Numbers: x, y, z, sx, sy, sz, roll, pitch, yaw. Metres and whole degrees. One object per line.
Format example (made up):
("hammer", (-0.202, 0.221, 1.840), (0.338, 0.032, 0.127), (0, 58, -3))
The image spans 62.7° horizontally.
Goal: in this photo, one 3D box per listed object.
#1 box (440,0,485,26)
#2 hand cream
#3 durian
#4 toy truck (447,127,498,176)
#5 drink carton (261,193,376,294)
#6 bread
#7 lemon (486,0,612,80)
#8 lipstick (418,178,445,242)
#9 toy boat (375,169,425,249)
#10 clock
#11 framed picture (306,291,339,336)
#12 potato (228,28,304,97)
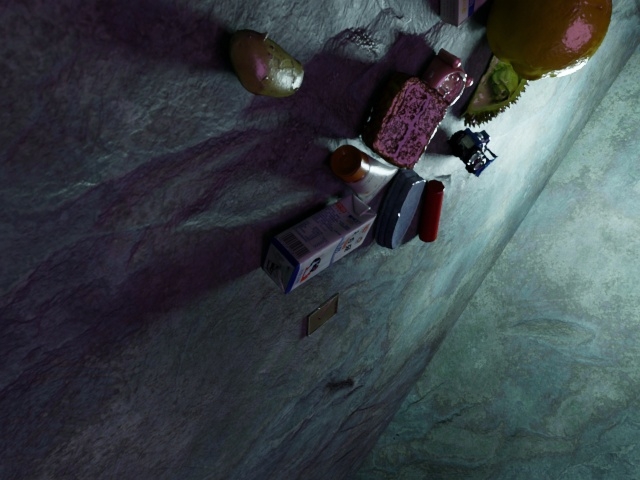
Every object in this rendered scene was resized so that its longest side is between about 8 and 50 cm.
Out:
("box", (0.362, -0.710, 1.232), (0.200, 0.065, 0.343), (-46, 150, -16))
("hand cream", (0.116, -0.173, 1.424), (0.140, 0.089, 0.314), (-49, 160, 14))
("durian", (0.589, -0.528, 1.762), (0.169, 0.157, 0.356), (25, 101, -25))
("toy truck", (0.536, -0.315, 1.833), (0.126, 0.113, 0.208), (-37, 156, 9))
("drink carton", (0.000, 0.000, 1.378), (0.315, 0.106, 0.131), (-32, 159, -37))
("bread", (0.212, -0.307, 1.356), (0.181, 0.096, 0.222), (19, 107, -29))
("lemon", (0.636, -0.628, 1.471), (0.348, 0.348, 0.348), (-37, 146, -30))
("lipstick", (0.410, -0.102, 1.941), (0.073, 0.073, 0.280), (-39, 148, -27))
("toy boat", (0.249, -0.094, 1.701), (0.127, 0.078, 0.283), (-23, 137, -49))
("clock", (0.324, -0.428, 1.459), (0.162, 0.093, 0.166), (-51, 148, 11))
("framed picture", (0.009, 0.249, 1.768), (0.149, 0.011, 0.109), (-34, 146, -34))
("potato", (-0.097, -0.312, 0.950), (0.188, 0.085, 0.105), (-7, 104, -58))
